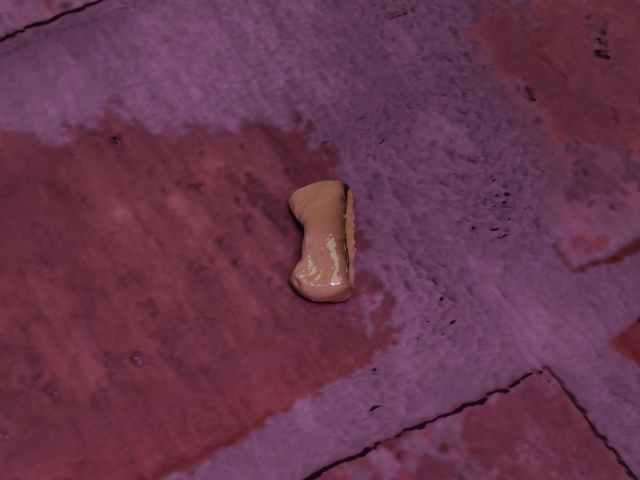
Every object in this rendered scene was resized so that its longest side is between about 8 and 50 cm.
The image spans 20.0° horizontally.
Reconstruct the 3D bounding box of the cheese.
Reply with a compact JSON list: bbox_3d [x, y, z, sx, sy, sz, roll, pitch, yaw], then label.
[{"bbox_3d":[0.000,0.000,1.123,0.044,0.030,0.083,-7,59,13],"label":"cheese"}]
